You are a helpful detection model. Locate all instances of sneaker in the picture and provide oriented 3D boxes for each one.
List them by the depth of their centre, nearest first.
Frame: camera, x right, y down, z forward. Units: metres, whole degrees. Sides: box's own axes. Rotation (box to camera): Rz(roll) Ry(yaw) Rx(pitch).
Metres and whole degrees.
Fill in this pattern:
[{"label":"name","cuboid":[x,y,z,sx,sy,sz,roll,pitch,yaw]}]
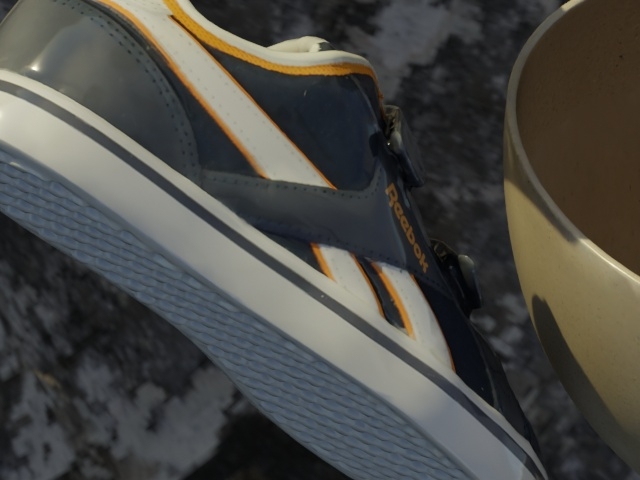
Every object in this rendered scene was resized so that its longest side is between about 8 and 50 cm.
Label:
[{"label":"sneaker","cuboid":[0.000,0.000,0.762,0.321,0.126,0.127,42,65,-30]}]

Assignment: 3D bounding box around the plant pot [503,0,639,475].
[{"label":"plant pot","cuboid":[0.216,0.023,0.875,0.284,0.284,0.191,-10,134,-16]}]
